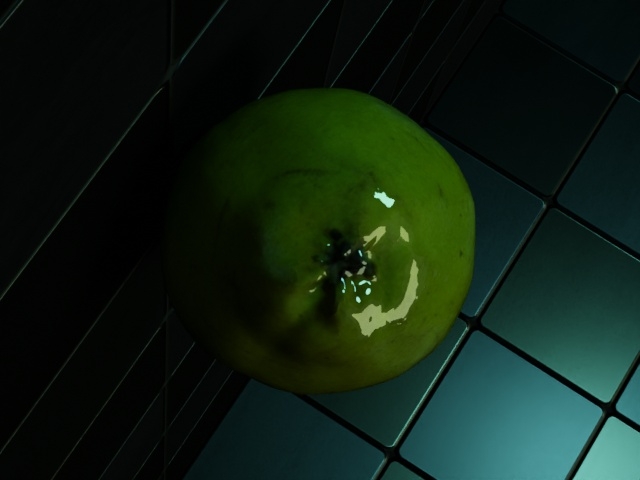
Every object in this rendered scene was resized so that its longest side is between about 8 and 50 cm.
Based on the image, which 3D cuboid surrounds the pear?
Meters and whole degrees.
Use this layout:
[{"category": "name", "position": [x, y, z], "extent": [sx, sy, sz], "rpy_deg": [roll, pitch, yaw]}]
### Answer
[{"category": "pear", "position": [0.000, 0.000, 1.010], "extent": [0.212, 0.212, 0.269], "rpy_deg": [-58, -173, 4]}]
